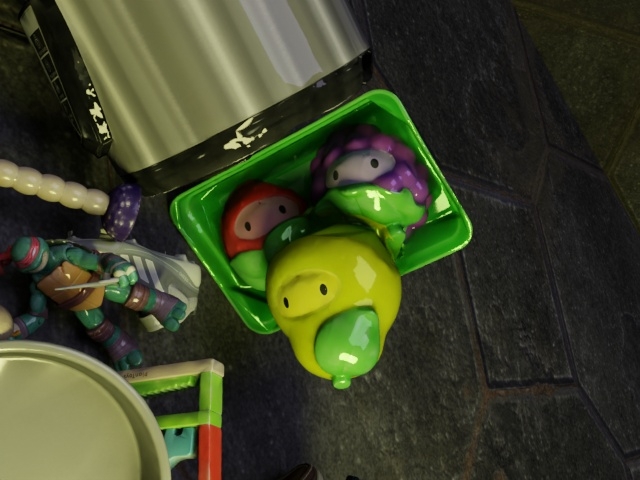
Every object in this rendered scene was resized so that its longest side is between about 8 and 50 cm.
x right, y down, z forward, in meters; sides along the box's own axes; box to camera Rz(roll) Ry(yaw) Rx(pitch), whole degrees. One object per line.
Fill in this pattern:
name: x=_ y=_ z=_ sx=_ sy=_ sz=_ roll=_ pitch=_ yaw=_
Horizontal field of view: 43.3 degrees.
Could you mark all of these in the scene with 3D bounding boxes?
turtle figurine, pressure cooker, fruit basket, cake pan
turtle figurine: x=-0.266 y=0.058 z=0.886 sx=0.234 sy=0.175 sz=0.118 roll=40 pitch=27 yaw=-46
pressure cooker: x=-0.172 y=-0.309 z=0.994 sx=0.421 sy=0.369 sz=0.375 roll=63 pitch=32 yaw=-14
fruit basket: x=0.000 y=0.000 z=1.068 sx=0.283 sy=0.392 sz=0.392 roll=57 pitch=37 yaw=-17
cake pan: x=-0.286 y=0.234 z=0.736 sx=0.293 sy=0.054 sz=0.293 roll=-1 pitch=91 yaw=-24

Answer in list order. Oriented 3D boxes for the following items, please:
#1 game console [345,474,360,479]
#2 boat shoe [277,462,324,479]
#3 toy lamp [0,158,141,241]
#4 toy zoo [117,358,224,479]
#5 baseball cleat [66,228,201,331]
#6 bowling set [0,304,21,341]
game console: x=-0.072 y=0.430 z=0.944 sx=0.250 sy=0.173 sz=0.293 roll=-28 pitch=132 yaw=-81
boat shoe: x=-0.084 y=0.353 z=1.022 sx=0.095 sy=0.095 sz=0.257 roll=58 pitch=37 yaw=-6
toy lamp: x=-0.335 y=-0.073 z=0.871 sx=0.274 sy=0.080 sz=0.080 roll=18 pitch=59 yaw=-30
toy zoo: x=-0.193 y=0.278 z=0.830 sx=0.030 sy=0.192 sz=0.293 roll=46 pitch=37 yaw=-59
baseball cleat: x=-0.227 y=0.055 z=0.997 sx=0.205 sy=0.072 sz=0.110 roll=15 pitch=69 yaw=-45
bowling set: x=-0.414 y=-0.011 z=0.710 sx=0.287 sy=0.154 sz=0.200 roll=23 pitch=56 yaw=-46
